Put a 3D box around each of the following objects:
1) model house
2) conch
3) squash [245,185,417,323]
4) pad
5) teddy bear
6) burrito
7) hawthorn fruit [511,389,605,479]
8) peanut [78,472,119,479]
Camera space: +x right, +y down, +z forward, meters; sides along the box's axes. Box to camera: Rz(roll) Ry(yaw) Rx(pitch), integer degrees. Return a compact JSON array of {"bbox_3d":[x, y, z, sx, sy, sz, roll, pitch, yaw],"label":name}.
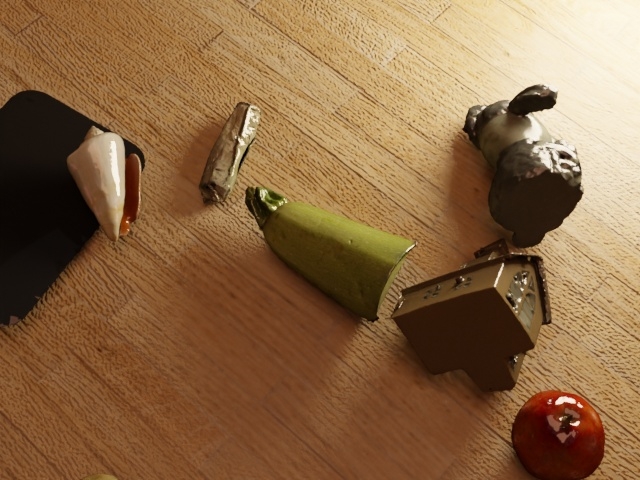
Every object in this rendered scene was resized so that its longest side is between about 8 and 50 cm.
[{"bbox_3d":[0.243,0.079,1.391,0.176,0.180,0.248,57,37,-17],"label":"model house"},{"bbox_3d":[-0.311,-0.089,1.460,0.094,0.104,0.176,-33,74,3],"label":"conch"},{"bbox_3d":[0.000,0.013,1.436,0.287,0.137,0.137,24,64,27],"label":"squash"},{"bbox_3d":[-0.429,-0.030,1.487,0.314,0.063,0.375,30,59,6],"label":"pad"},{"bbox_3d":[0.322,-0.137,1.482,0.144,0.171,0.251,13,54,-23],"label":"teddy bear"},{"bbox_3d":[-0.140,-0.136,1.532,0.058,0.045,0.188,7,62,31],"label":"burrito"},{"bbox_3d":[0.320,0.252,1.300,0.125,0.140,0.125,12,30,-7],"label":"hawthorn fruit"},{"bbox_3d":[-0.300,0.430,1.179,0.159,0.143,0.291,32,69,3],"label":"peanut"}]
